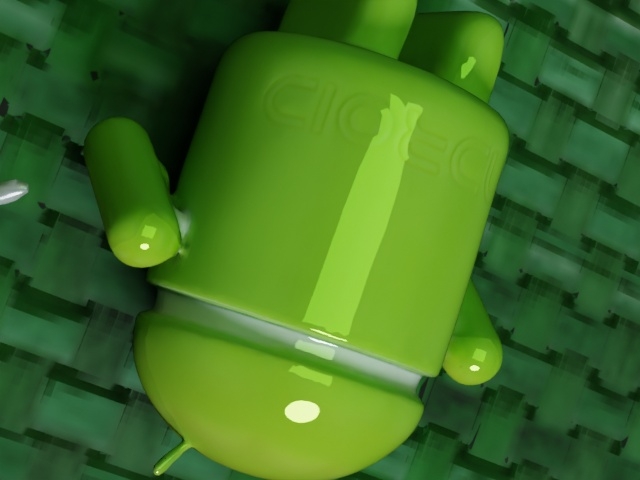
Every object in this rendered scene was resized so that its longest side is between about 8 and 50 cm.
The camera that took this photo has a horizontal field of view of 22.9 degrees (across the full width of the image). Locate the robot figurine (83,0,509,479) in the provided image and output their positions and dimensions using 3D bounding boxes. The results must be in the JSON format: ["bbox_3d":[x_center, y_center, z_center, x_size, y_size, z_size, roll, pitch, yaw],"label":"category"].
[{"bbox_3d":[0.000,0.000,0.343,0.101,0.067,0.115,21,85,-32],"label":"robot figurine"}]

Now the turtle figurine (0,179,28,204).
[{"bbox_3d":[-0.134,-0.064,0.247,0.234,0.118,0.175,-14,141,-30],"label":"turtle figurine"}]
